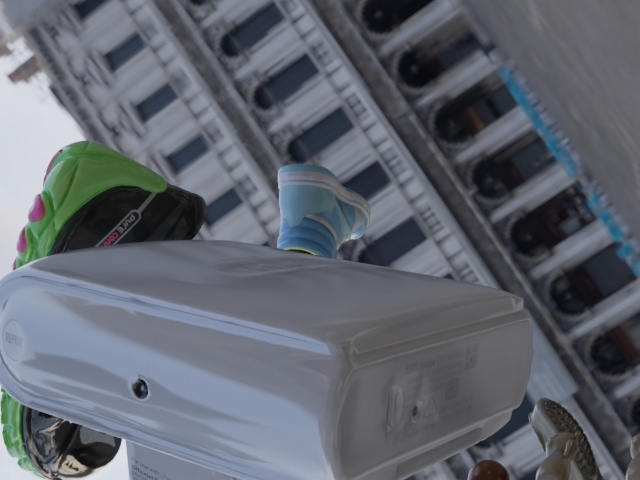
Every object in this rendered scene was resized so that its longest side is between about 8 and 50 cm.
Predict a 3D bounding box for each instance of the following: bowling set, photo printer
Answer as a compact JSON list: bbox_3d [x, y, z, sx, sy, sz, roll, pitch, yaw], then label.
[{"bbox_3d":[0.303,0.319,1.382,0.199,0.287,0.154,35,-157,11],"label":"bowling set"},{"bbox_3d":[-0.048,0.066,0.713,0.256,0.307,0.107,-6,-78,-54],"label":"photo printer"}]

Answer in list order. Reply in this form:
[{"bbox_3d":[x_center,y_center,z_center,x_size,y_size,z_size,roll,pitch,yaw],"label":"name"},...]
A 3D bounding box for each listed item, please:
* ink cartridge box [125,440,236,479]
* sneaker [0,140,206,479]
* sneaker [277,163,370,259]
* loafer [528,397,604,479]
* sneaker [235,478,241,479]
[{"bbox_3d":[-0.068,0.325,1.274,0.285,0.166,0.395,-33,-48,-45],"label":"ink cartridge box"},{"bbox_3d":[-0.226,0.117,1.156,0.202,0.483,0.185,15,-136,-3],"label":"sneaker"},{"bbox_3d":[0.000,0.000,1.962,0.319,0.127,0.208,32,-120,-62],"label":"sneaker"},{"bbox_3d":[0.395,0.381,1.690,0.102,0.092,0.269,-9,-110,-62],"label":"loafer"},{"bbox_3d":[-0.066,0.212,0.924,0.067,0.042,0.119,-3,-100,-36],"label":"sneaker"}]
